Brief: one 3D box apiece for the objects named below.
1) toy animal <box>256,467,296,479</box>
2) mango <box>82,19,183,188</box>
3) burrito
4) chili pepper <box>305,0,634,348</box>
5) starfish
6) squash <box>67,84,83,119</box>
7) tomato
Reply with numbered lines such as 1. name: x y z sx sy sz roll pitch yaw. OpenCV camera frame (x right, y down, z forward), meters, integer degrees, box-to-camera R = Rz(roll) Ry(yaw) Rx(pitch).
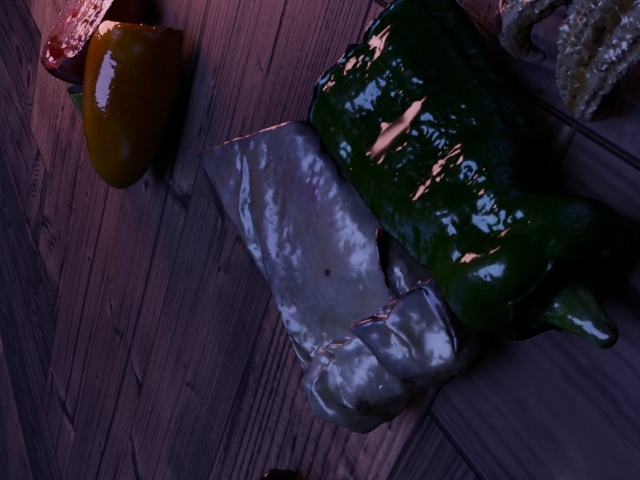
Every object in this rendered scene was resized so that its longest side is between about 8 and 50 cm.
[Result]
1. toy animal: -0.038 0.328 0.641 0.094 0.121 0.225 -33 65 52
2. mango: -0.270 -0.187 0.985 0.154 0.126 0.252 -119 41 -53
3. burrito: 0.007 -0.009 0.590 0.175 0.107 0.348 -48 52 26
4. chili pepper: 0.096 -0.039 0.451 0.270 0.136 0.099 60 -179 32
5. starfish: 0.162 -0.162 0.331 0.216 0.071 0.238 56 142 10
6. squash: -0.341 -0.193 1.144 0.105 0.105 0.132 30 135 53
7. tomato: -0.337 -0.336 1.092 0.225 0.085 0.225 -29 46 34
